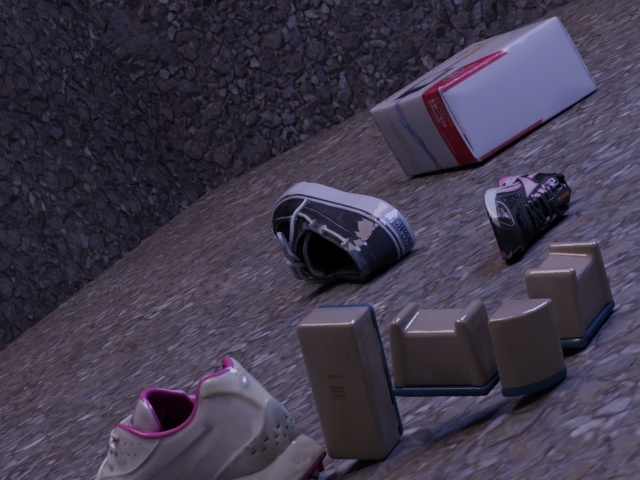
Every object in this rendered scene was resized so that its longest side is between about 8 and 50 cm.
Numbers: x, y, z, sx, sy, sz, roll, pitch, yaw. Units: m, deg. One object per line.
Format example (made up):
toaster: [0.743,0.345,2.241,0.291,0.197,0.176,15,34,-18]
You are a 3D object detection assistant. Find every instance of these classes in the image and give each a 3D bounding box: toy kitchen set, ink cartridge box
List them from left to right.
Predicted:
toy kitchen set: [0.117,0.088,1.512,0.207,0.122,0.166,-3,21,29]
ink cartridge box: [0.235,-0.210,2.770,0.226,0.131,0.306,-33,9,-17]

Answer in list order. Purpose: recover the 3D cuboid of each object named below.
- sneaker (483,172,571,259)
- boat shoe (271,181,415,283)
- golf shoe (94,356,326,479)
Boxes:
sneaker: [0.224,-0.039,1.968,0.077,0.072,0.178,-17,18,19]
boat shoe: [0.002,0.003,2.379,0.105,0.113,0.306,-40,26,-20]
golf shoe: [-0.139,0.196,1.574,0.306,0.140,0.115,-28,10,29]
